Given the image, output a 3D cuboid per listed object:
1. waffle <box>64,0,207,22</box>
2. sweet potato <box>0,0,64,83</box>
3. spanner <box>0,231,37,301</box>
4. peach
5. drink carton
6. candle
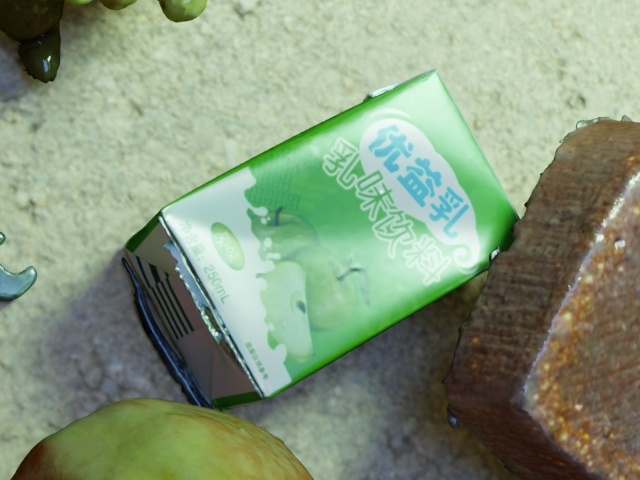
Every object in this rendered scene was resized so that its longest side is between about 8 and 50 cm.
[{"bbox_3d":[-0.198,-0.289,1.377,0.312,0.060,0.307,18,46,-33],"label":"waffle"},{"bbox_3d":[-0.288,-0.239,1.370,0.310,0.098,0.124,54,44,1],"label":"sweet potato"},{"bbox_3d":[-0.311,0.062,1.319,0.254,0.015,0.054,-27,88,-26],"label":"spanner"},{"bbox_3d":[-0.087,0.222,1.227,0.232,0.232,0.256,-26,44,-26],"label":"peach"},{"bbox_3d":[0.000,0.000,1.411,0.271,0.108,0.161,-28,89,-27],"label":"drink carton"},{"bbox_3d":[0.225,0.072,1.404,0.287,0.131,0.317,-12,100,-36],"label":"candle"}]
